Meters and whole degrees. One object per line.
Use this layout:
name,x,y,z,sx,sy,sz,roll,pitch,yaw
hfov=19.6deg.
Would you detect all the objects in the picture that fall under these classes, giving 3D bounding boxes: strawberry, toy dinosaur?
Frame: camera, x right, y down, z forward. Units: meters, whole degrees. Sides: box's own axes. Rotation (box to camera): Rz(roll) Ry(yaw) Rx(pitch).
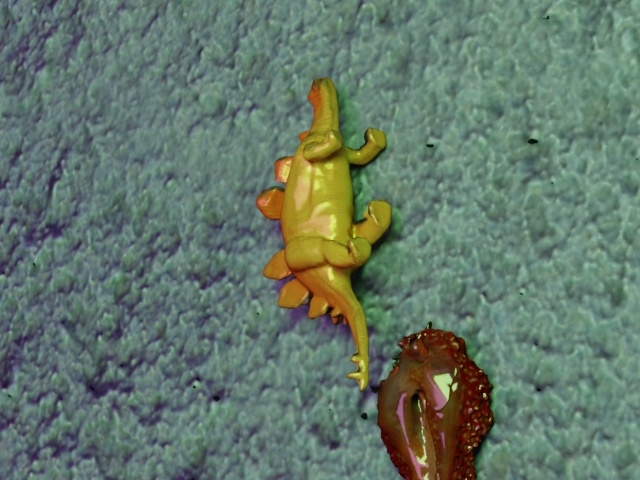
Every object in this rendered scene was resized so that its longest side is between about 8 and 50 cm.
strawberry,0.082,0.134,1.408,0.104,0.048,0.152,-22,62,36
toy dinosaur,0.000,0.000,1.497,0.117,0.070,0.288,-28,58,42
